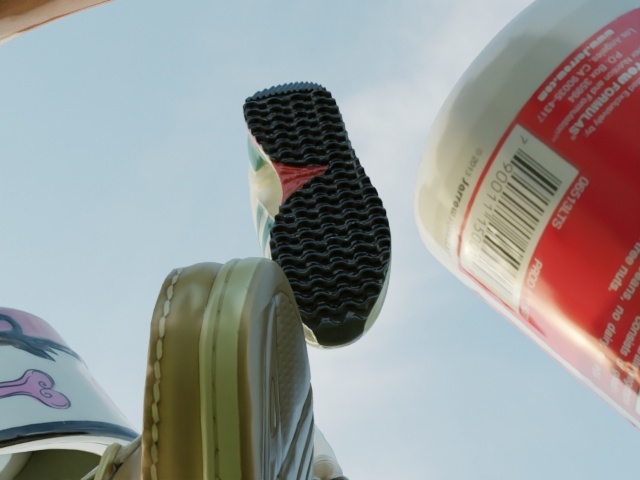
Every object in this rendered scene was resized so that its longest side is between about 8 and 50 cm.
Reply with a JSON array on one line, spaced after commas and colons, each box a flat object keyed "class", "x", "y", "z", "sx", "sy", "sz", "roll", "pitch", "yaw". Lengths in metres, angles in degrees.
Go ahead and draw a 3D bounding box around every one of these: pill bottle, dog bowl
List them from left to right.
[{"class": "dog bowl", "x": -0.353, "y": 0.205, "z": 1.366, "sx": 0.408, "sy": 0.408, "sz": 0.150, "roll": -34, "pitch": -113, "yaw": 14}, {"class": "pill bottle", "x": 0.268, "y": 0.032, "z": 0.958, "sx": 0.407, "sy": 0.229, "sz": 0.229, "roll": 42, "pitch": -67, "yaw": 28}]

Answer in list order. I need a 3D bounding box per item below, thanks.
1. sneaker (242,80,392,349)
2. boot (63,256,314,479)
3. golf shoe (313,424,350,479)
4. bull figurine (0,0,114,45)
[{"class": "sneaker", "x": 0.000, "y": 0.000, "z": 0.761, "sx": 0.057, "sy": 0.161, "sz": 0.075, "roll": -12, "pitch": -43, "yaw": -5}, {"class": "boot", "x": -0.109, "y": 0.105, "z": 0.559, "sx": 0.203, "sy": 0.095, "sz": 0.262, "roll": 12, "pitch": -53, "yaw": 9}, {"class": "golf shoe", "x": -0.034, "y": 0.204, "z": 1.270, "sx": 0.069, "sy": 0.086, "sz": 0.176, "roll": 4, "pitch": -37, "yaw": -33}, {"class": "bull figurine", "x": -0.134, "y": -0.136, "z": 0.573, "sx": 0.310, "sy": 0.101, "sz": 0.188, "roll": -17, "pitch": -101, "yaw": -2}]
